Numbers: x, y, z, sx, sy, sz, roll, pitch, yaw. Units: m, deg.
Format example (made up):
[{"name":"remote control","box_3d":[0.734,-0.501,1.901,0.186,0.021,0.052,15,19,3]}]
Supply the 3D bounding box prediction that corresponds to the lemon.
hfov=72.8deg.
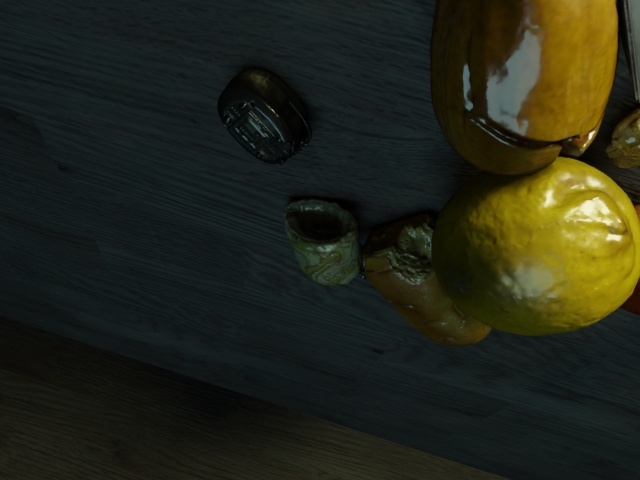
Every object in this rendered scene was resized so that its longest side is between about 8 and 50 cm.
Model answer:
[{"name":"lemon","box_3d":[0.322,0.008,0.676,0.297,0.297,0.297,12,144,9]}]

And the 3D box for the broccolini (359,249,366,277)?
[{"name":"broccolini","box_3d":[0.167,0.084,1.044,0.203,0.068,0.091,26,125,-11]}]

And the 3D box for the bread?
[{"name":"bread","box_3d":[0.238,0.104,0.954,0.195,0.149,0.344,-22,129,35]}]

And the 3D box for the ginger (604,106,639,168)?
[{"name":"ginger","box_3d":[0.464,-0.161,0.563,0.115,0.081,0.205,24,146,-19]}]

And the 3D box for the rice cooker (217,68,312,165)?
[{"name":"rice cooker","box_3d":[-0.094,-0.206,0.738,0.112,0.106,0.165,-27,114,41]}]

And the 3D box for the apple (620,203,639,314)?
[{"name":"apple","box_3d":[0.551,0.033,0.707,0.181,0.181,0.168,3,140,21]}]

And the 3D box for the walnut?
[{"name":"walnut","box_3d":[0.223,-0.223,0.496,0.209,0.209,0.336,-2,133,26]}]

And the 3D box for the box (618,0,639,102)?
[{"name":"box","box_3d":[0.351,-0.242,0.464,0.051,0.129,0.130,-11,135,35]}]

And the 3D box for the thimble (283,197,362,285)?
[{"name":"thimble","box_3d":[0.000,0.000,0.945,0.190,0.137,0.143,27,153,30]}]
